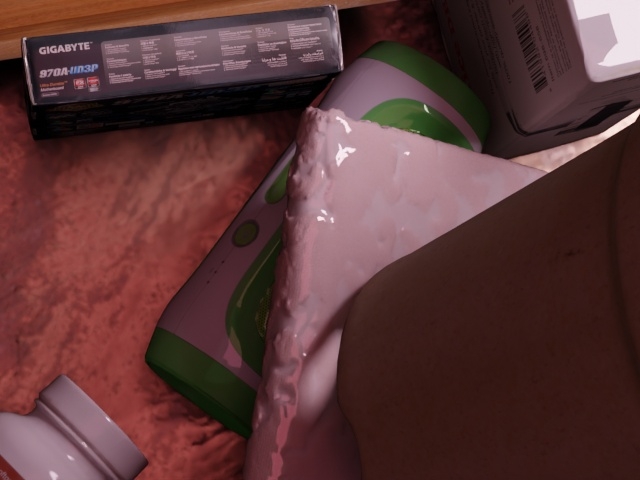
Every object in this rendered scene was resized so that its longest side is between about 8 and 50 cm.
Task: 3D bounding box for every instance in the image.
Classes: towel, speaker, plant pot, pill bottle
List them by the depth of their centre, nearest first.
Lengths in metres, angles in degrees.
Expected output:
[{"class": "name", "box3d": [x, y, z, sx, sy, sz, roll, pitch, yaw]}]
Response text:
[{"class": "plant pot", "box3d": [0.190, 0.073, 1.111, 0.334, 0.305, 0.333, 23, 57, -41]}, {"class": "pill bottle", "box3d": [-0.229, 0.201, 1.285, 0.216, 0.121, 0.121, -44, 89, -11]}, {"class": "towel", "box3d": [0.079, 0.097, 1.287, 0.317, 0.053, 0.331, 12, 84, -42]}, {"class": "speaker", "box3d": [0.000, 0.000, 1.343, 0.131, 0.131, 0.296, 36, 79, -1]}]

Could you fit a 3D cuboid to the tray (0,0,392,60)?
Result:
[{"class": "tray", "box3d": [-0.153, -0.248, 1.311, 0.411, 0.076, 0.202, -8, 107, 4]}]

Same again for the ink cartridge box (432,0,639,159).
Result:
[{"class": "ink cartridge box", "box3d": [0.175, -0.185, 1.322, 0.114, 0.273, 0.197, -13, 84, -13]}]

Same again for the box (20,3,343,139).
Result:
[{"class": "box", "box3d": [-0.105, -0.119, 1.321, 0.220, 0.175, 0.051, -8, 87, -8]}]
